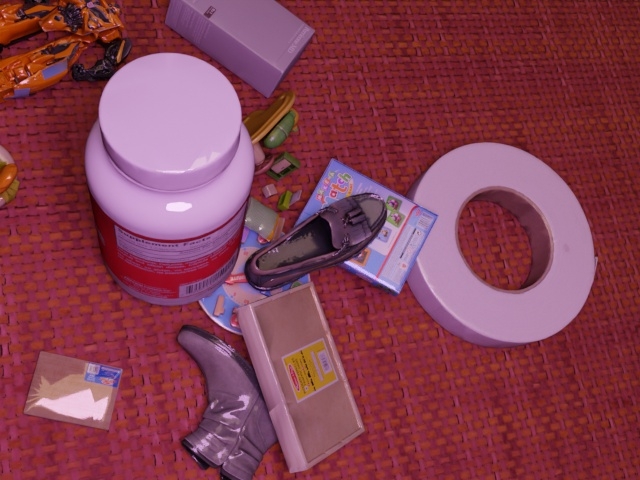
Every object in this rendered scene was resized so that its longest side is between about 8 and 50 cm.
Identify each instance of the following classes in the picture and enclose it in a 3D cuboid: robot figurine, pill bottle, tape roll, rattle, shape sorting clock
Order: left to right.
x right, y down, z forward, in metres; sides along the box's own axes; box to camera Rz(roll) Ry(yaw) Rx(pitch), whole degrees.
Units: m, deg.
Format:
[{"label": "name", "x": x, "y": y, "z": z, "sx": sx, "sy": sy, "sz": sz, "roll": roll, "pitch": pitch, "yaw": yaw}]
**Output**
[{"label": "rattle", "x": -0.552, "y": -0.134, "z": 1.251, "sx": 0.130, "sy": 0.143, "sz": 0.200, "roll": -37, "pitch": 94, "yaw": -7}, {"label": "robot figurine", "x": -0.458, "y": -0.341, "z": 1.374, "sx": 0.291, "sy": 0.085, "sz": 0.211, "roll": -32, "pitch": 87, "yaw": -25}, {"label": "pill bottle", "x": -0.213, "y": -0.075, "z": 1.183, "sx": 0.228, "sy": 0.408, "sz": 0.229, "roll": 4, "pitch": 65, "yaw": -9}, {"label": "shape sorting clock", "x": -0.114, "y": 0.062, "z": 1.393, "sx": 0.206, "sy": 0.040, "sz": 0.206, "roll": 6, "pitch": 72, "yaw": -18}, {"label": "tape roll", "x": 0.332, "y": 0.007, "z": 1.550, "sx": 0.391, "sy": 0.072, "sz": 0.392, "roll": 6, "pitch": 71, "yaw": -18}]

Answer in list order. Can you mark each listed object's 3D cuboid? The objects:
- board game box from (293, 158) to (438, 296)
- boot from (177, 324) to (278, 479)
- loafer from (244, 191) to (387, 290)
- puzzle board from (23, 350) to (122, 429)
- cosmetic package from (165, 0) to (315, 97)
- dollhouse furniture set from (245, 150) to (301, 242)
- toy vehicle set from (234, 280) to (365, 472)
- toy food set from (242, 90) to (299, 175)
[{"label": "board game box", "x": 0.075, "y": -0.023, "z": 1.432, "sx": 0.211, "sy": 0.039, "sz": 0.160, "roll": 29, "pitch": 74, "yaw": 1}, {"label": "boot", "x": -0.163, "y": 0.260, "z": 1.289, "sx": 0.246, "sy": 0.083, "sz": 0.161, "roll": 44, "pitch": 66, "yaw": -7}, {"label": "loafer", "x": 0.000, "y": 0.000, "z": 1.353, "sx": 0.267, "sy": 0.084, "sz": 0.096, "roll": -30, "pitch": 81, "yaw": -11}, {"label": "puzzle board", "x": -0.376, "y": 0.230, "z": 1.265, "sx": 0.128, "sy": 0.011, "sz": 0.097, "roll": 15, "pitch": 68, "yaw": -15}, {"label": "cosmetic package", "x": -0.145, "y": -0.384, "z": 1.489, "sx": 0.238, "sy": 0.107, "sz": 0.127, "roll": 32, "pitch": 63, "yaw": -4}, {"label": "dollhouse furniture set", "x": -0.076, "y": -0.075, "z": 1.417, "sx": 0.076, "sy": 0.058, "sz": 0.152, "roll": 36, "pitch": 47, "yaw": -26}, {"label": "toy vehicle set", "x": -0.029, "y": 0.211, "z": 1.321, "sx": 0.166, "sy": 0.035, "sz": 0.267, "roll": -15, "pitch": 85, "yaw": -52}, {"label": "toy food set", "x": -0.107, "y": -0.166, "z": 1.437, "sx": 0.218, "sy": 0.128, "sz": 0.071, "roll": -49, "pitch": 117, "yaw": -24}]
